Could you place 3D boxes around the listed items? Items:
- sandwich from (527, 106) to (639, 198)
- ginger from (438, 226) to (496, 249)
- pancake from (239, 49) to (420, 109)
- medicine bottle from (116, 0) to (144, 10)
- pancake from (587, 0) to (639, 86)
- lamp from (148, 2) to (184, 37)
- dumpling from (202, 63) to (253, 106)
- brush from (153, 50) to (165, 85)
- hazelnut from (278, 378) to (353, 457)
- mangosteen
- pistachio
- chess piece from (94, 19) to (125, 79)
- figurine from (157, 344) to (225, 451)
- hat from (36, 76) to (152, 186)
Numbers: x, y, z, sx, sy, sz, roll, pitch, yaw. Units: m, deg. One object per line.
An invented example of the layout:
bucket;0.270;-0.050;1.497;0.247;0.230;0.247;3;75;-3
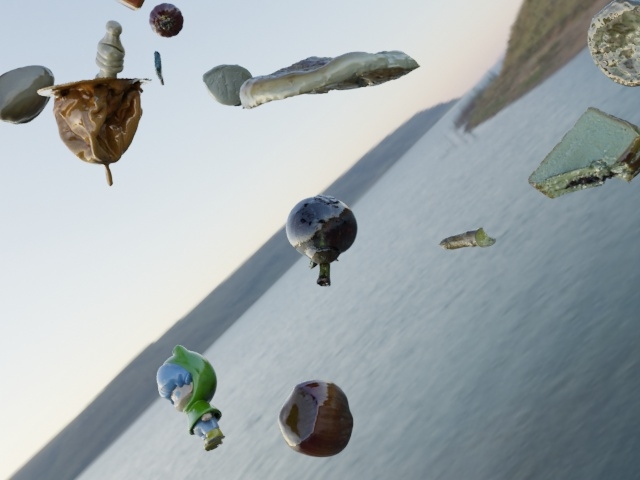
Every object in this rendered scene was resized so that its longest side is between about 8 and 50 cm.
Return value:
sandwich;0.731;-0.210;1.902;0.288;0.099;0.254;-51;34;15
ginger;0.356;-0.004;1.696;0.137;0.044;0.058;-8;59;39
pancake;0.014;-0.349;1.470;0.386;0.082;0.387;-11;16;3
medicine bottle;-0.535;-0.704;1.783;0.149;0.222;0.112;-63;22;4
pancake;0.756;-0.487;1.716;0.042;0.222;0.236;-36;-37;-15
lamp;-0.446;-0.637;2.027;0.101;0.101;0.090;-44;36;17
dumpling;-0.312;-0.535;2.389;0.150;0.176;0.092;-55;14;5
brush;-0.489;-0.511;2.130;0.021;0.070;0.196;-4;-9;-9
hazelnut;-0.016;0.489;1.903;0.186;0.210;0.210;-18;9;17
mangosteen;0.000;0.000;2.221;0.231;0.231;0.290;-49;-35;-85
pistachio;-0.732;-0.356;1.713;0.185;0.126;0.108;-43;27;-24
chess piece;-0.754;-0.638;2.496;0.139;0.124;0.307;-99;23;-52
figurine;-0.315;0.394;1.749;0.143;0.263;0.162;-20;-29;-23
hat;-0.492;-0.241;1.599;0.233;0.233;0.244;-2;9;40
